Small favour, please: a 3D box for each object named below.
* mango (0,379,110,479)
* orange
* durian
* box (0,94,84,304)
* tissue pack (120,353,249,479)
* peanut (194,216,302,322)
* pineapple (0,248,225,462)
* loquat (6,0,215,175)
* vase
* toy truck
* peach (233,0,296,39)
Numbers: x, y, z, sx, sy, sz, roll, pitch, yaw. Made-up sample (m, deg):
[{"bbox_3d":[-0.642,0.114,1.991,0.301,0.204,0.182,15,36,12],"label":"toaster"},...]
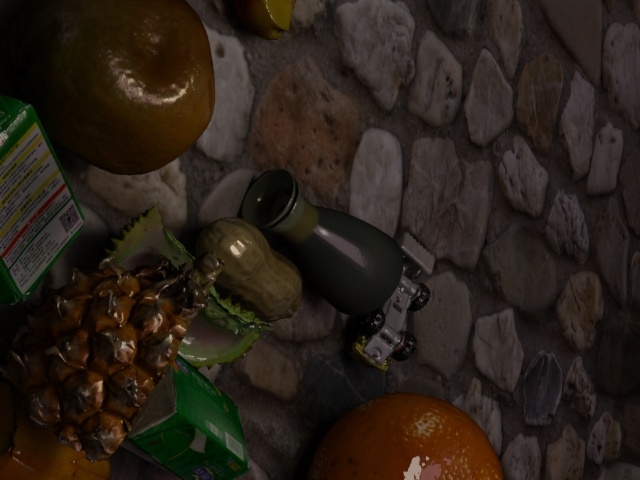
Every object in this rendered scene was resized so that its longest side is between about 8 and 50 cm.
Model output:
[{"bbox_3d":[-0.386,0.311,1.516,0.257,0.138,0.187,53,30,-44],"label":"mango"},{"bbox_3d":[0.150,0.500,2.106,0.423,0.326,0.424,-1,92,-35],"label":"orange"},{"bbox_3d":[-0.224,0.089,1.688,0.352,0.169,0.158,53,51,-42],"label":"durian"},{"bbox_3d":[-0.420,-0.053,1.430,0.180,0.103,0.250,-56,149,-34],"label":"box"},{"bbox_3d":[-0.235,0.292,1.729,0.209,0.156,0.148,48,19,-43],"label":"tissue pack"},{"bbox_3d":[-0.119,0.053,1.870,0.290,0.130,0.130,49,55,-49],"label":"peanut"},{"bbox_3d":[-0.290,0.084,1.478,0.209,0.344,0.286,35,97,-18],"label":"pineapple"},{"bbox_3d":[-0.288,-0.229,1.515,0.283,0.276,0.276,1,92,-37],"label":"loquat"},{"bbox_3d":[0.000,0.000,2.004,0.321,0.173,0.173,37,63,-43],"label":"vase"},{"bbox_3d":[0.139,0.127,2.242,0.136,0.111,0.286,41,56,-29],"label":"toy truck"},{"bbox_3d":[-0.096,-0.416,1.873,0.151,0.118,0.151,-163,-90,-89],"label":"peach"}]
